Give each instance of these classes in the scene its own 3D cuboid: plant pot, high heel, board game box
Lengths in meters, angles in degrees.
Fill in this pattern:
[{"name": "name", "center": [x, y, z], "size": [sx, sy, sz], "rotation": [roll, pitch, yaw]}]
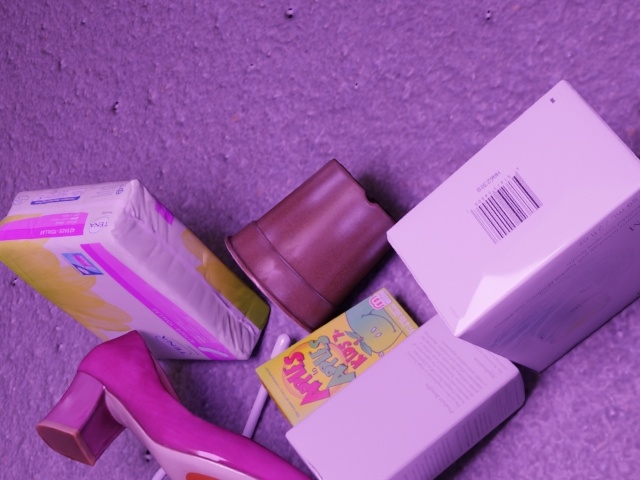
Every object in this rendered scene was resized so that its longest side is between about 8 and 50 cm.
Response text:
[{"name": "plant pot", "center": [0.000, 0.000, 1.166], "size": [0.165, 0.167, 0.167], "rotation": [-45, 55, 5]}, {"name": "high heel", "center": [-0.130, 0.193, 1.082], "size": [0.377, 0.127, 0.181], "rotation": [14, 46, 25]}, {"name": "board game box", "center": [0.027, 0.141, 1.115], "size": [0.181, 0.043, 0.092], "rotation": [-32, 55, -11]}]

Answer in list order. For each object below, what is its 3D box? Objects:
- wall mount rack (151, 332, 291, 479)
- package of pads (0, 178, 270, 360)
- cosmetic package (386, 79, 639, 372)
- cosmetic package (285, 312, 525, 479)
[{"name": "wall mount rack", "center": [-0.056, 0.286, 1.128], "size": [0.350, 0.131, 0.304], "rotation": [26, 57, 36]}, {"name": "package of pads", "center": [-0.238, 0.049, 1.218], "size": [0.229, 0.296, 0.101], "rotation": [-4, 53, 35]}, {"name": "cosmetic package", "center": [0.229, 0.000, 0.962], "size": [0.224, 0.224, 0.138], "rotation": [-42, 58, 16]}, {"name": "cosmetic package", "center": [0.092, 0.187, 1.025], "size": [0.231, 0.085, 0.117], "rotation": [-37, 53, -10]}]
